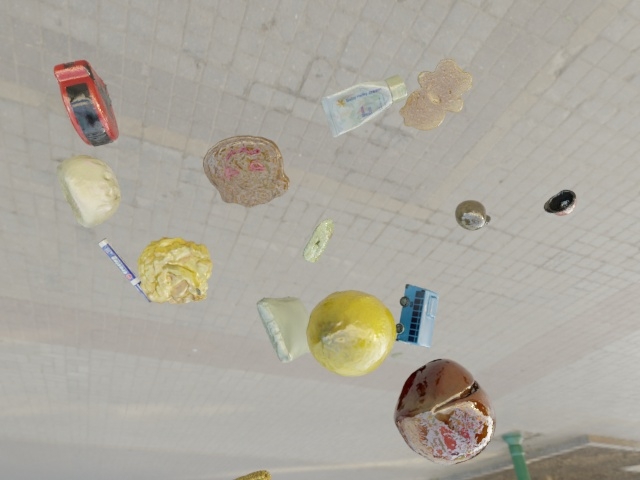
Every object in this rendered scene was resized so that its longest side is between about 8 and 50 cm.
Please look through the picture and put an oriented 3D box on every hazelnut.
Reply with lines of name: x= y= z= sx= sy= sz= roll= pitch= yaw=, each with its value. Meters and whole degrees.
hazelnut: x=0.237 y=0.332 z=0.839 sx=0.207 sy=0.208 sz=0.208 roll=-1 pitch=143 yaw=-1

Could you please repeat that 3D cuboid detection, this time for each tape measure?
tape measure: x=-0.746 y=-0.437 z=1.405 sx=0.113 sy=0.261 sz=0.253 roll=-18 pitch=-178 yaw=-12

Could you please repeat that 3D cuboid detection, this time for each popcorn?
popcorn: x=-0.347 y=0.073 z=1.042 sx=0.179 sy=0.170 sz=0.180 roll=-19 pitch=133 yaw=-22

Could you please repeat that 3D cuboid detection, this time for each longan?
longan: x=0.500 y=-0.080 z=1.409 sx=0.119 sy=0.106 sz=0.106 roll=17 pitch=141 yaw=-3

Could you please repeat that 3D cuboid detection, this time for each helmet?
helmet: x=0.640 y=-0.090 z=1.145 sx=0.084 sy=0.065 sz=0.049 roll=-38 pitch=126 yaw=13

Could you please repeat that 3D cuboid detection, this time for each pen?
pen: x=-0.510 y=0.081 z=1.138 sx=0.025 sy=0.025 sz=0.204 roll=-27 pitch=104 yaw=30

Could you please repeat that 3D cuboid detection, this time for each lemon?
lemon: x=0.092 y=0.262 z=1.242 sx=0.245 sy=0.246 sz=0.319 roll=-23 pitch=164 yaw=26

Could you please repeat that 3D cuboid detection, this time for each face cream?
face cream: x=0.120 y=-0.374 z=1.178 sx=0.223 sy=0.070 sz=0.114 roll=-24 pitch=121 yaw=-4

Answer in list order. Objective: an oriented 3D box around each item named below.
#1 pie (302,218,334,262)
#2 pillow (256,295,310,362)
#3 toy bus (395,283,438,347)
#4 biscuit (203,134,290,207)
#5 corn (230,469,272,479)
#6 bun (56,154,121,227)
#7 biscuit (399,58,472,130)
pie: x=0.000 y=0.000 z=2.204 sx=0.089 sy=0.248 sz=0.201 roll=28 pitch=-179 yaw=14
pillow: x=-0.121 y=0.335 z=1.688 sx=0.119 sy=0.256 sz=0.322 roll=-27 pitch=166 yaw=14
toy bus: x=0.307 y=0.236 z=1.358 sx=0.106 sy=0.185 sz=0.090 roll=1 pitch=165 yaw=44
biscuit: x=-0.252 y=-0.230 z=1.461 sx=0.272 sy=0.049 sz=0.258 roll=-11 pitch=121 yaw=14
corn: x=-0.281 y=0.813 z=1.373 sx=0.292 sy=0.106 sz=0.106 roll=-26 pitch=141 yaw=-1
bun: x=-0.597 y=-0.128 z=1.131 sx=0.127 sy=0.179 sz=0.193 roll=-28 pitch=179 yaw=-33
biscuit: x=0.345 y=-0.427 z=1.300 sx=0.166 sy=0.036 sz=0.226 roll=39 pitch=112 yaw=2
